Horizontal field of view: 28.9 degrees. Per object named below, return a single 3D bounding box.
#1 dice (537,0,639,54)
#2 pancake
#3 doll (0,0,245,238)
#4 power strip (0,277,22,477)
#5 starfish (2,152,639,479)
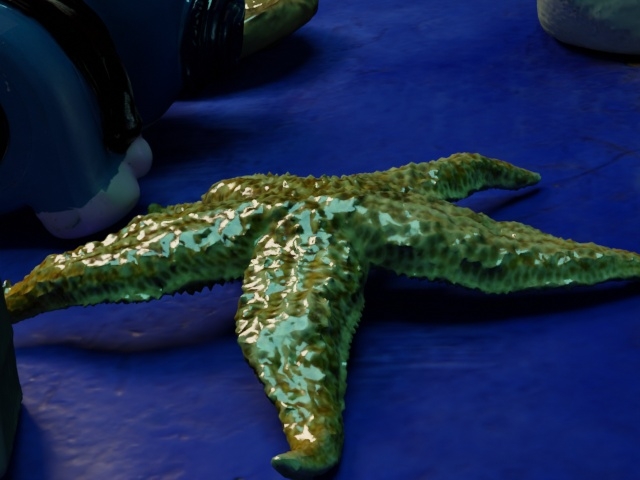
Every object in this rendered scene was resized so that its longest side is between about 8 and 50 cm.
[{"bbox_3d":[0.319,-0.320,1.082,0.267,0.265,0.262,-1,25,10],"label":"dice"},{"bbox_3d":[-0.111,-0.190,1.177,0.241,0.050,0.242,-16,18,5],"label":"pancake"},{"bbox_3d":[-0.206,-0.154,0.913,0.284,0.240,0.310,12,33,6],"label":"doll"},{"bbox_3d":[-0.245,0.103,0.518,0.229,0.141,0.261,-10,11,-9],"label":"power strip"},{"bbox_3d":[0.001,-0.003,0.718,0.347,0.078,0.358,10,29,38],"label":"starfish"}]
